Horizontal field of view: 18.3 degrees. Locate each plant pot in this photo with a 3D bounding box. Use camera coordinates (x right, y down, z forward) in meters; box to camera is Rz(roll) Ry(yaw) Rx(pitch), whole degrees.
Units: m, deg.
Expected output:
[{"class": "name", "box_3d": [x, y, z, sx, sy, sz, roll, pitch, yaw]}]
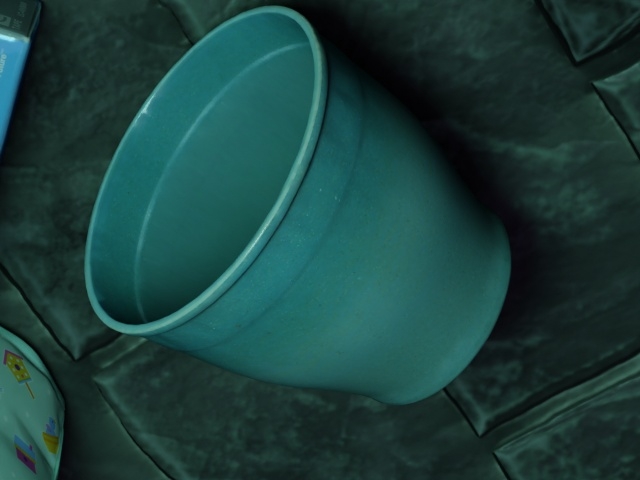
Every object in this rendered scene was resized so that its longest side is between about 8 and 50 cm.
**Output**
[{"class": "plant pot", "box_3d": [0.000, 0.000, 1.535, 0.255, 0.271, 0.271, 31, 110, -31]}]

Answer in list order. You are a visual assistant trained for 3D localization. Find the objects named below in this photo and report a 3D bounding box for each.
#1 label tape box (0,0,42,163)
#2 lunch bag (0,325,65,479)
[{"class": "label tape box", "box_3d": [-0.415, -0.107, 1.531, 0.347, 0.115, 0.249, 16, 113, -8]}, {"class": "lunch bag", "box_3d": [-0.330, 0.159, 1.598, 0.262, 0.223, 0.160, 27, 116, -17]}]
